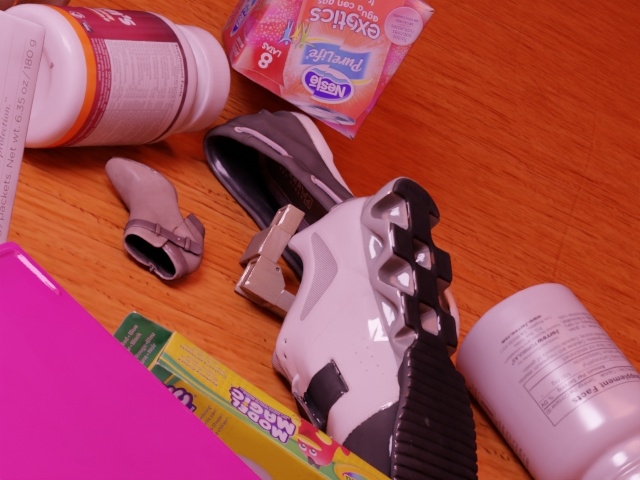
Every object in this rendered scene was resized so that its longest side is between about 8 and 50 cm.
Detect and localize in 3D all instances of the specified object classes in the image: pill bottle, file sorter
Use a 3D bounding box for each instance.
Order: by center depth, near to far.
[{"bbox_3d":[-0.166,0.180,0.895,0.291,0.182,0.202,42,27,13],"label":"file sorter"},{"bbox_3d":[-0.185,-0.143,1.474,0.121,0.121,0.221,48,28,21],"label":"pill bottle"},{"bbox_3d":[0.232,0.160,1.484,0.131,0.131,0.229,6,40,-47],"label":"pill bottle"}]

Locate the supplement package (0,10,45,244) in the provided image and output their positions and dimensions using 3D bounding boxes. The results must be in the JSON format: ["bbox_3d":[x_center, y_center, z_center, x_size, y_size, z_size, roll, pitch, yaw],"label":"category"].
[{"bbox_3d":[-0.337,-0.083,1.001,0.175,0.177,0.293,8,-3,34],"label":"supplement package"}]

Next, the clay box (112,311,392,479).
[{"bbox_3d":[-0.069,0.158,1.115,0.222,0.127,0.053,34,25,-5],"label":"clay box"}]

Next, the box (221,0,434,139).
[{"bbox_3d":[-0.002,-0.221,1.709,0.142,0.154,0.300,30,10,-11],"label":"box"}]

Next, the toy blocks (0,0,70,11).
[{"bbox_3d":[-0.336,-0.330,1.436,0.288,0.260,0.309,43,26,11],"label":"toy blocks"}]

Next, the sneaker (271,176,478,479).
[{"bbox_3d":[0.034,0.122,1.341,0.122,0.146,0.330,35,43,-47],"label":"sneaker"}]

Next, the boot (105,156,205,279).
[{"bbox_3d":[-0.146,-0.017,1.409,0.118,0.042,0.087,36,28,-1],"label":"boot"}]

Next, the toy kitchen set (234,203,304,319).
[{"bbox_3d":[-0.027,0.025,1.462,0.075,0.083,0.068,32,-15,-12],"label":"toy kitchen set"}]

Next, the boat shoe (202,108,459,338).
[{"bbox_3d":[0.000,0.000,1.505,0.096,0.112,0.335,-7,42,-32],"label":"boat shoe"}]
